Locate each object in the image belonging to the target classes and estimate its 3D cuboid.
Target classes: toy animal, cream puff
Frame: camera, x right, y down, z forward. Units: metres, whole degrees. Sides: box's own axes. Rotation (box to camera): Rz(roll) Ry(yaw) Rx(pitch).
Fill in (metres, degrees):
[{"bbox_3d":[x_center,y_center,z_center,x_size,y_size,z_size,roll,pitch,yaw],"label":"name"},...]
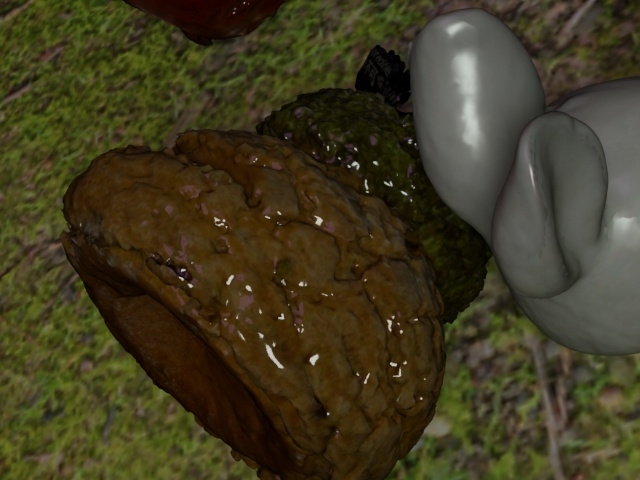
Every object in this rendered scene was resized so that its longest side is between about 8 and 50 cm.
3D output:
[{"bbox_3d":[0.142,-0.047,0.574,0.193,0.178,0.127,-36,46,7],"label":"toy animal"},{"bbox_3d":[0.000,0.000,0.650,0.169,0.183,0.183,-43,45,-19],"label":"cream puff"}]

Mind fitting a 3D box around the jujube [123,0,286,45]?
[{"bbox_3d":[-0.020,-0.248,0.812,0.197,0.197,0.290,43,104,43],"label":"jujube"}]
